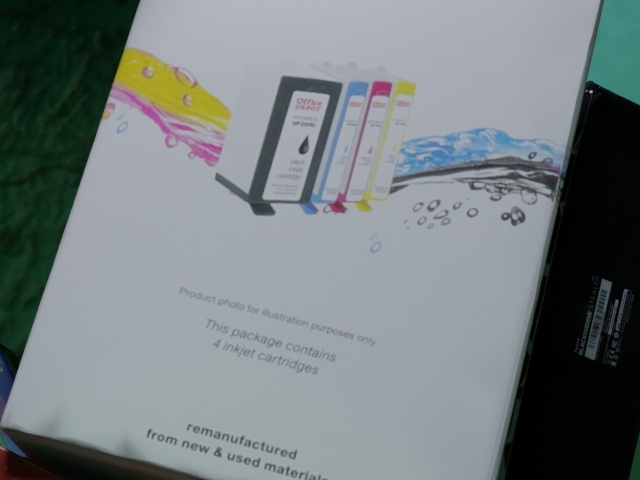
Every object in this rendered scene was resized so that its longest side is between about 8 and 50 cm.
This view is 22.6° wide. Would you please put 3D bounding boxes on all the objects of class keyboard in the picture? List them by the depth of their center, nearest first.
[{"bbox_3d":[0.116,0.036,0.685,0.100,0.038,0.192,21,80,-33],"label":"keyboard"}]

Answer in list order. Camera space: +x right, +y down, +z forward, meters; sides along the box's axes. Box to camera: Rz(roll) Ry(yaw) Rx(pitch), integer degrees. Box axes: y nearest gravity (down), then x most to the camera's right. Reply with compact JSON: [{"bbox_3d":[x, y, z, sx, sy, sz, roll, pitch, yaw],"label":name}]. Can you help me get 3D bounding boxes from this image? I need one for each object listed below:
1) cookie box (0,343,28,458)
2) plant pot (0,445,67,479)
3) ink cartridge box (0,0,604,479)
[{"bbox_3d":[-0.155,0.113,0.702,0.092,0.040,0.107,-28,80,-3],"label":"cookie box"},{"bbox_3d":[-0.082,0.229,0.554,0.267,0.267,0.236,23,72,23],"label":"plant pot"},{"bbox_3d":[0.000,0.000,0.630,0.168,0.171,0.233,14,73,4],"label":"ink cartridge box"}]
